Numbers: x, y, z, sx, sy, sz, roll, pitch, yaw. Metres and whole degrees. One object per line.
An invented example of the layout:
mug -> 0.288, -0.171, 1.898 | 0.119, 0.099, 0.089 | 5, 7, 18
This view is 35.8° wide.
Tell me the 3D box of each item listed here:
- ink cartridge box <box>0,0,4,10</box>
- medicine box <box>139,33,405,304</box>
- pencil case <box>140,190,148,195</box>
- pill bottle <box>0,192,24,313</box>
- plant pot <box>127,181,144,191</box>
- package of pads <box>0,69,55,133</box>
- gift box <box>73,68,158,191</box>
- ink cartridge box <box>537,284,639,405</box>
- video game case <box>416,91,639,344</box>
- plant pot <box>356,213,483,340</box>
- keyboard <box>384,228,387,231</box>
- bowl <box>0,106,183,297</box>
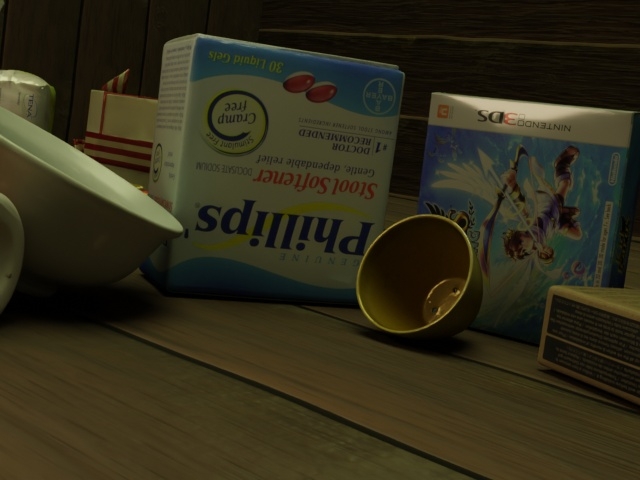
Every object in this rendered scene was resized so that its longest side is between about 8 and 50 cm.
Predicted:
ink cartridge box -> -0.417, -0.168, 0.848 | 0.197, 0.114, 0.272 | -5, 42, 9
medicine box -> -0.061, -0.081, 1.193 | 0.264, 0.289, 0.149 | 5, 5, -22
pencil case -> -0.268, -0.031, 1.380 | 0.236, 0.104, 0.104 | 9, 6, -4
pill bottle -> -0.377, 0.001, 0.837 | 0.221, 0.121, 0.121 | 10, 7, 13
plant pot -> -0.327, -0.044, 1.519 | 0.083, 0.081, 0.082 | -12, 18, -42
package of pads -> -0.430, -0.121, 1.377 | 0.101, 0.229, 0.296 | 6, 7, -14
gift box -> -0.304, -0.181, 1.927 | 0.258, 0.276, 0.255 | 11, 2, 38
ink cartridge box -> 0.362, 0.106, 0.953 | 0.235, 0.088, 0.193 | 5, 8, -29
video game case -> 0.227, -0.024, 1.129 | 0.244, 0.269, 0.061 | 12, 10, 35
plant pot -> 0.119, 0.052, 1.050 | 0.134, 0.134, 0.095 | 13, -17, 40
keyboard -> 0.082, -0.006, 1.887 | 0.317, 0.033, 0.201 | 4, 14, -39
bowl -> -0.298, -0.034, 0.994 | 0.298, 0.134, 0.298 | 32, 1, -1
